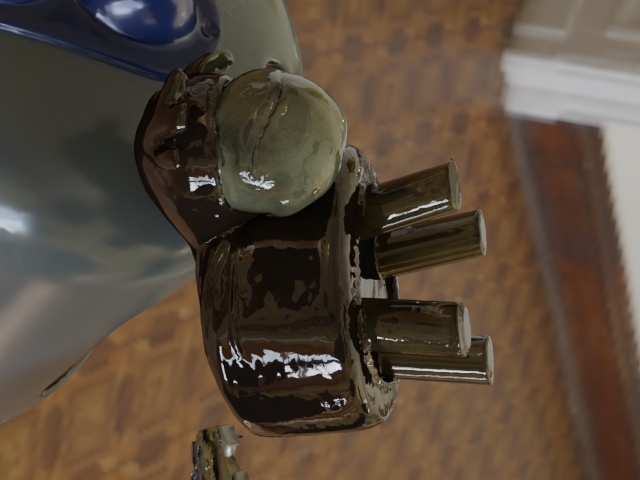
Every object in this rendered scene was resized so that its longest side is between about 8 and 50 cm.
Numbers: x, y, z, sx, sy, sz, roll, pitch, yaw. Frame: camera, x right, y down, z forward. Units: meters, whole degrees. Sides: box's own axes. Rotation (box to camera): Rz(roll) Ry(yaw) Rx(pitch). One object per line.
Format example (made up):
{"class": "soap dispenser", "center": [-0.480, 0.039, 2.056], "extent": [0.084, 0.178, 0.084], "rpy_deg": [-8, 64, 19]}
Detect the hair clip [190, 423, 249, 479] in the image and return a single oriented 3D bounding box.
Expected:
{"class": "hair clip", "center": [-0.073, 0.238, 1.504], "extent": [0.056, 0.187, 0.146], "rpy_deg": [-8, 134, -27]}

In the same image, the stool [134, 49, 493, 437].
{"class": "stool", "center": [0.000, 0.000, 0.775], "extent": [0.125, 0.121, 0.217], "rpy_deg": [-80, 156, -46]}

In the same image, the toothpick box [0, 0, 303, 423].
{"class": "toothpick box", "center": [-0.166, -0.058, 0.928], "extent": [0.354, 0.263, 0.263], "rpy_deg": [-34, -159, 53]}
